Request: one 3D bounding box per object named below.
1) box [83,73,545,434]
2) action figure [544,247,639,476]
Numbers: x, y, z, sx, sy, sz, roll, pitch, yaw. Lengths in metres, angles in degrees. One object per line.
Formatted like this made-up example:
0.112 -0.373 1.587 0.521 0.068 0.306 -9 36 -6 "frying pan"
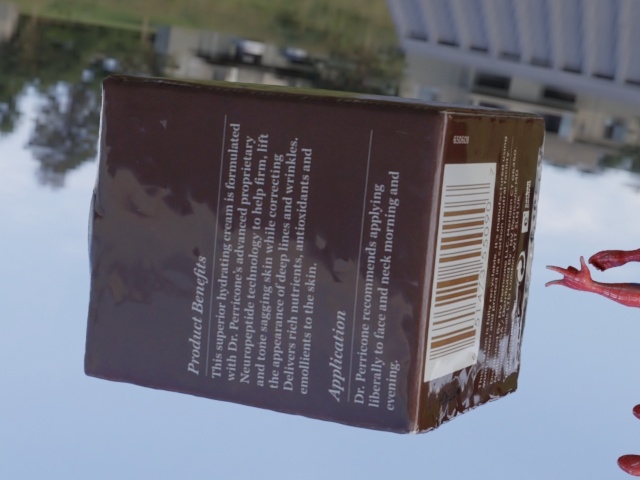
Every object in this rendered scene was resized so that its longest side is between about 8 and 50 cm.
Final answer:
0.000 0.000 0.857 0.203 0.168 0.167 9 -173 25 "box"
0.243 0.066 1.203 0.139 0.280 0.091 15 -132 12 "action figure"
